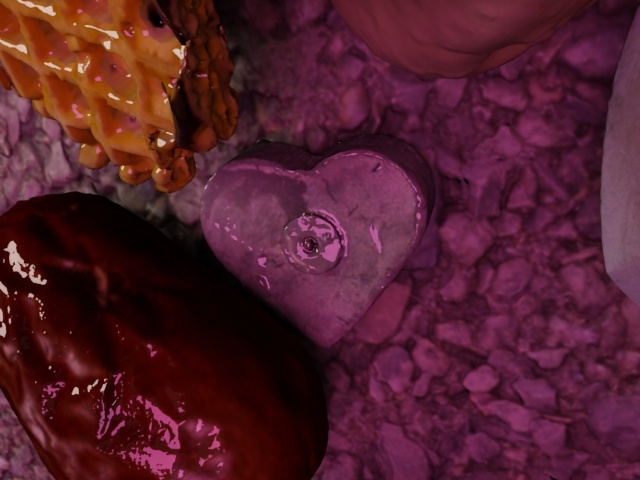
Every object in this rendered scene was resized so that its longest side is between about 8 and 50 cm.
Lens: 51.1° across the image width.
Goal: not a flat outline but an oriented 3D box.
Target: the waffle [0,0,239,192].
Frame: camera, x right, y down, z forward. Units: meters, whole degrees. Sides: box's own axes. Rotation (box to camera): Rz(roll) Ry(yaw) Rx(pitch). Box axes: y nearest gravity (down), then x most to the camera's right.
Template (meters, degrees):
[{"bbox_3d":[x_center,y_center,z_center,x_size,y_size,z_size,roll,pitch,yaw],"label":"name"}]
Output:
[{"bbox_3d":[-0.155,-0.159,0.392,0.307,0.060,0.312,3,132,48],"label":"waffle"}]

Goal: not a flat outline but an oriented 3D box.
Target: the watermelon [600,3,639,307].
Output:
[{"bbox_3d":[0.286,-0.084,0.334,0.319,0.214,0.290,-32,122,12],"label":"watermelon"}]

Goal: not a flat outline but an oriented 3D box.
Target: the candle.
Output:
[{"bbox_3d":[0.000,0.000,0.550,0.192,0.068,0.169,-3,108,21],"label":"candle"}]

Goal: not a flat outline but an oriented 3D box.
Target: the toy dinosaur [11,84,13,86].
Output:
[{"bbox_3d":[-0.097,-0.151,0.453,0.447,0.087,0.301,-39,77,46],"label":"toy dinosaur"}]

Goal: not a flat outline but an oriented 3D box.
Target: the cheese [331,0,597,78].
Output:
[{"bbox_3d":[0.114,-0.210,0.400,0.174,0.251,0.248,57,147,0],"label":"cheese"}]

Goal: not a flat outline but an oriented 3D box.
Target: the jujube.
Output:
[{"bbox_3d":[-0.139,0.102,0.541,0.318,0.223,0.223,44,114,7],"label":"jujube"}]
